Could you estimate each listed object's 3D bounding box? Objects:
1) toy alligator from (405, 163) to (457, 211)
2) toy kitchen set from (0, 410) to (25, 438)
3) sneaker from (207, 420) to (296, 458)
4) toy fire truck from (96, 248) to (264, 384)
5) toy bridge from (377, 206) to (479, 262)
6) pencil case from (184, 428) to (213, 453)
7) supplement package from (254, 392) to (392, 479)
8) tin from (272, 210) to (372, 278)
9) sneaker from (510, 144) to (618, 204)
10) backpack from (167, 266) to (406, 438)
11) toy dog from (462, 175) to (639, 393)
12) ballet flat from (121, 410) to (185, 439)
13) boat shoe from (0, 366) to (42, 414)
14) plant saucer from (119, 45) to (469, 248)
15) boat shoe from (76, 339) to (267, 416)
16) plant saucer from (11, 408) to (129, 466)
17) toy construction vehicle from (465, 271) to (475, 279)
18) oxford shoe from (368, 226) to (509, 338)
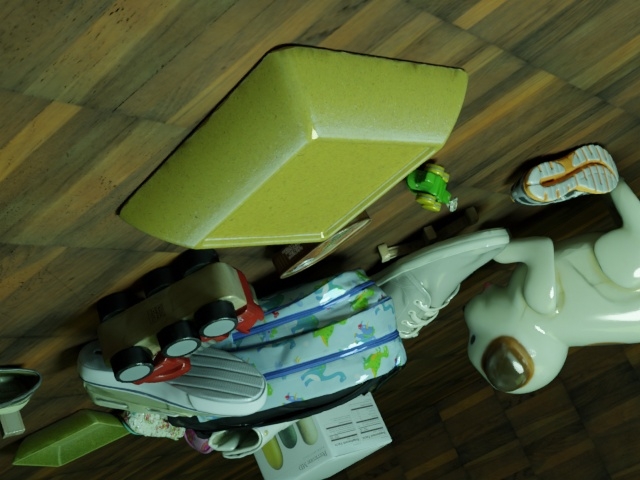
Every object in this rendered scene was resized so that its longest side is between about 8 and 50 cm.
[{"bbox_3d":[0.161,-0.075,1.470,0.051,0.056,0.190,15,175,20],"label":"toy alligator"},{"bbox_3d":[-0.524,0.291,1.580,0.068,0.075,0.083,-8,151,-38],"label":"toy kitchen set"},{"bbox_3d":[-0.184,0.342,1.936,0.293,0.108,0.169,-8,-164,41],"label":"sneaker"},{"bbox_3d":[-0.181,0.118,1.462,0.217,0.158,0.246,-29,151,13],"label":"toy fire truck"},{"bbox_3d":[0.188,-0.006,1.721,0.188,0.026,0.063,-22,164,-6],"label":"toy bridge"},{"bbox_3d":[-0.185,0.406,2.261,0.124,0.124,0.284,-37,157,34],"label":"pencil case"},{"bbox_3d":[-0.028,0.350,2.055,0.199,0.262,0.198,-37,158,33],"label":"supplement package"},{"bbox_3d":[0.000,0.000,1.452,0.106,0.040,0.190,-19,167,-39],"label":"tin"},{"bbox_3d":[0.407,-0.104,1.658,0.215,0.084,0.083,-10,171,-29],"label":"sneaker"},{"bbox_3d":[-0.038,0.184,1.635,0.356,0.273,0.290,-3,178,25],"label":"backpack"},{"bbox_3d":[0.456,0.121,1.849,0.408,0.395,0.284,-33,-177,11],"label":"toy dog"},{"bbox_3d":[-0.318,0.357,2.018,0.077,0.091,0.241,-49,163,2],"label":"ballet flat"},{"bbox_3d":[-0.498,0.219,1.424,0.073,0.080,0.223,-41,161,27],"label":"boat shoe"},{"bbox_3d":[-0.016,-0.084,1.174,0.333,0.081,0.333,-4,153,-47],"label":"plant saucer"},{"bbox_3d":[-0.224,0.220,1.522,0.302,0.109,0.094,10,130,14],"label":"boat shoe"},{"bbox_3d":[-0.478,0.378,1.924,0.188,0.045,0.188,-26,161,7],"label":"plant saucer"},{"bbox_3d":[0.269,0.051,1.980,0.086,0.035,0.098,3,147,-33],"label":"toy construction vehicle"},{"bbox_3d":[0.166,0.101,1.782,0.449,0.130,0.169,-33,160,37],"label":"oxford shoe"}]
